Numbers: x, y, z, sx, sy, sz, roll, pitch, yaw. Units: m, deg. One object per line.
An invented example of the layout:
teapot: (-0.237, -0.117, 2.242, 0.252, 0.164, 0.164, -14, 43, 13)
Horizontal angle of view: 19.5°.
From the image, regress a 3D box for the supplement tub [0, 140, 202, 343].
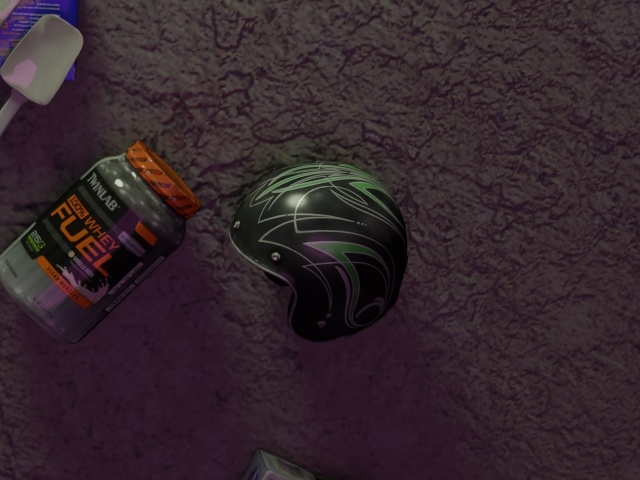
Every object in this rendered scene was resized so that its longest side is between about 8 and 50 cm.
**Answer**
supplement tub: (-0.214, -0.001, 1.820, 0.190, 0.117, 0.117, -44, 109, 4)

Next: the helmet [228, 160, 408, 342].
helmet: (0.000, 0.000, 1.839, 0.169, 0.169, 0.161, -19, 125, -5)

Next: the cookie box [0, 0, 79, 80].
cookie box: (-0.277, -0.210, 1.785, 0.092, 0.040, 0.107, 2, 107, -10)

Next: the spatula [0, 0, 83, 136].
spatula: (-0.350, -0.144, 1.770, 0.168, 0.019, 0.242, 35, 106, -6)

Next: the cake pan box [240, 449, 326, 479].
cake pan box: (-0.015, 0.380, 1.998, 0.246, 0.070, 0.267, 27, 99, -19)
